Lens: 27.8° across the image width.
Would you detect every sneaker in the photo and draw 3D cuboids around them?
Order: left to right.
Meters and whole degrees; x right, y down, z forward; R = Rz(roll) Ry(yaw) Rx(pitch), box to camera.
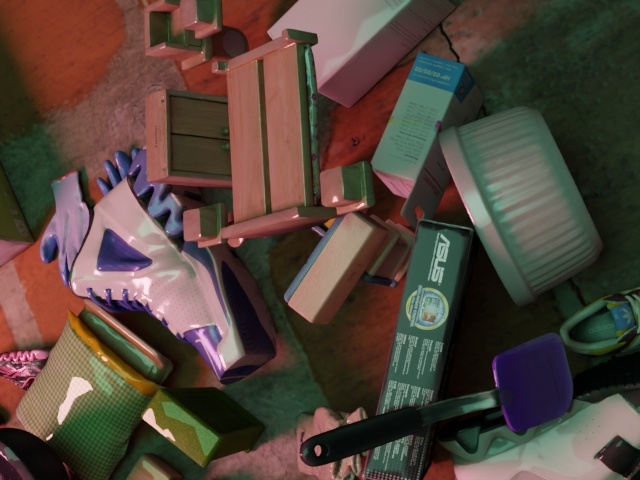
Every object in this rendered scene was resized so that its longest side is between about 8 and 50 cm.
[{"bbox_3d":[-0.400,0.173,1.703,0.119,0.047,0.057,-8,93,24],"label":"sneaker"},{"bbox_3d":[-0.194,0.055,1.574,0.182,0.127,0.315,-35,69,14],"label":"sneaker"},{"bbox_3d":[0.302,0.211,1.359,0.331,0.122,0.146,-22,94,19],"label":"sneaker"},{"bbox_3d":[0.342,0.079,1.359,0.186,0.084,0.069,-26,74,20],"label":"sneaker"}]

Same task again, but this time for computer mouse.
[{"bbox_3d":[-0.361,0.312,1.598,0.188,0.072,0.272,33,141,21],"label":"computer mouse"}]

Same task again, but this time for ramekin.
[{"bbox_3d":[0.216,-0.043,1.369,0.109,0.207,0.207,-25,75,10],"label":"ramekin"}]

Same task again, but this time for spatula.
[{"bbox_3d":[0.118,0.167,1.255,0.297,0.030,0.084,-15,91,-15],"label":"spatula"}]

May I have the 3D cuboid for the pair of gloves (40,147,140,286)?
[{"bbox_3d":[-0.286,-0.027,1.683,0.198,0.023,0.159,-17,78,21],"label":"pair of gloves"}]

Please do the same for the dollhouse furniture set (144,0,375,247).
[{"bbox_3d":[-0.027,-0.153,1.424,0.356,0.174,0.303,-12,79,50],"label":"dollhouse furniture set"}]

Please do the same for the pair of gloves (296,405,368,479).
[{"bbox_3d":[0.018,0.305,1.437,0.042,0.204,0.240,0,79,-15],"label":"pair of gloves"}]

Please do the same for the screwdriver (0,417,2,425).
[{"bbox_3d":[-0.490,0.202,1.747,0.170,0.025,0.024,34,98,22],"label":"screwdriver"}]

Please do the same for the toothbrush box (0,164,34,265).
[{"bbox_3d":[-0.546,-0.069,1.749,0.206,0.122,0.283,-32,71,17],"label":"toothbrush box"}]

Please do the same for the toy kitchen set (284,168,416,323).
[{"bbox_3d":[0.000,0.000,1.449,0.166,0.207,0.122,36,98,21],"label":"toy kitchen set"}]

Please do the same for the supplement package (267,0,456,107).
[{"bbox_3d":[0.048,-0.259,1.515,0.179,0.105,0.105,-43,70,13],"label":"supplement package"}]

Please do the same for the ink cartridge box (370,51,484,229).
[{"bbox_3d":[0.114,-0.106,1.453,0.062,0.104,0.181,20,82,24],"label":"ink cartridge box"}]

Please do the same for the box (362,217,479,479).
[{"bbox_3d":[0.112,0.118,1.382,0.060,0.216,0.270,12,89,8],"label":"box"}]

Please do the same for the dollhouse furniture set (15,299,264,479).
[{"bbox_3d":[-0.252,0.221,1.555,0.302,0.151,0.197,35,98,18],"label":"dollhouse furniture set"}]
